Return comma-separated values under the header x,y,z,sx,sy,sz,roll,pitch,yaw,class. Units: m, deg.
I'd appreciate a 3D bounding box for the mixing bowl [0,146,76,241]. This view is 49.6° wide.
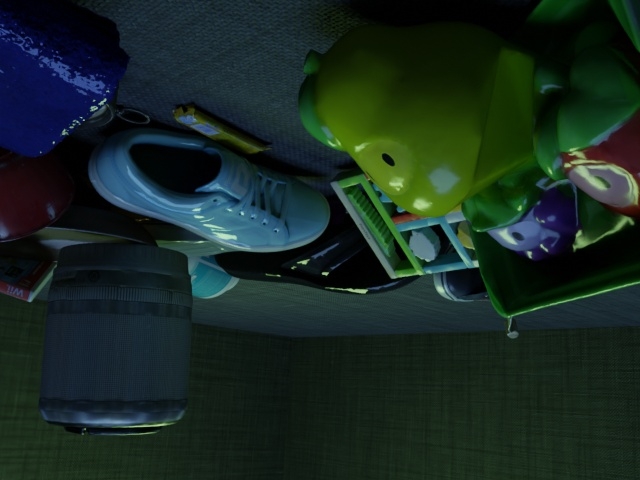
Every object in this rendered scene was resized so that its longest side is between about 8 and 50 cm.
x,y,z,sx,sy,sz,roll,pitch,yaw,class
-0.427,-0.096,0.919,0.181,0.181,0.098,4,136,-1,mixing bowl

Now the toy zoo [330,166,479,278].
x,y,z,sx,sy,sz,roll,pitch,yaw,class
0.169,-0.041,0.966,0.293,0.030,0.192,-13,119,46,toy zoo

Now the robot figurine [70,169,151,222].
x,y,z,sx,sy,sz,roll,pitch,yaw,class
-0.436,-0.071,1.118,0.291,0.085,0.211,12,164,-43,robot figurine

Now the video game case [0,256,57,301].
x,y,z,sx,sy,sz,roll,pitch,yaw,class
-0.599,0.004,1.187,0.285,0.025,0.204,21,-161,-10,video game case

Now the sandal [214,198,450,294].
x,y,z,sx,sy,sz,roll,pitch,yaw,class
-0.002,0.002,1.197,0.445,0.168,0.107,-3,148,24,sandal

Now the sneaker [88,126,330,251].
x,y,z,sx,sy,sz,roll,pitch,yaw,class
-0.131,-0.065,0.972,0.366,0.135,0.150,10,170,-27,sneaker

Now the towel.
x,y,z,sx,sy,sz,roll,pitch,yaw,class
-0.331,-0.184,0.557,0.308,0.076,0.227,28,152,-34,towel

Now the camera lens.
x,y,z,sx,sy,sz,roll,pitch,yaw,class
-0.312,0.155,1.076,0.219,0.274,0.219,1,169,0,camera lens

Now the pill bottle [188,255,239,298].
x,y,z,sx,sy,sz,roll,pitch,yaw,class
-0.260,0.037,1.417,0.146,0.146,0.264,-1,165,20,pill bottle

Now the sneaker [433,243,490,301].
x,y,z,sx,sy,sz,roll,pitch,yaw,class
0.362,0.062,1.409,0.127,0.126,0.321,-3,177,44,sneaker

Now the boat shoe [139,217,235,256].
x,y,z,sx,sy,sz,roll,pitch,yaw,class
-0.202,-0.031,1.213,0.302,0.094,0.109,-3,161,18,boat shoe

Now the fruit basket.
x,y,z,sx,sy,sz,roll,pitch,yaw,class
0.175,-0.077,0.633,0.392,0.283,0.392,-14,170,-3,fruit basket

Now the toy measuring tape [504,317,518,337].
x,y,z,sx,sy,sz,roll,pitch,yaw,class
0.415,0.068,1.278,0.121,0.121,0.330,2,136,8,toy measuring tape

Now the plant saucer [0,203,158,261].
x,y,z,sx,sy,sz,roll,pitch,yaw,class
-0.405,-0.010,1.075,0.310,0.050,0.310,2,169,0,plant saucer

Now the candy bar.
x,y,z,sx,sy,sz,roll,pitch,yaw,class
-0.126,-0.140,0.906,0.040,0.018,0.161,-6,163,34,candy bar

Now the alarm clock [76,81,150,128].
x,y,z,sx,sy,sz,roll,pitch,yaw,class
-0.267,-0.164,0.745,0.129,0.064,0.192,-9,159,41,alarm clock
